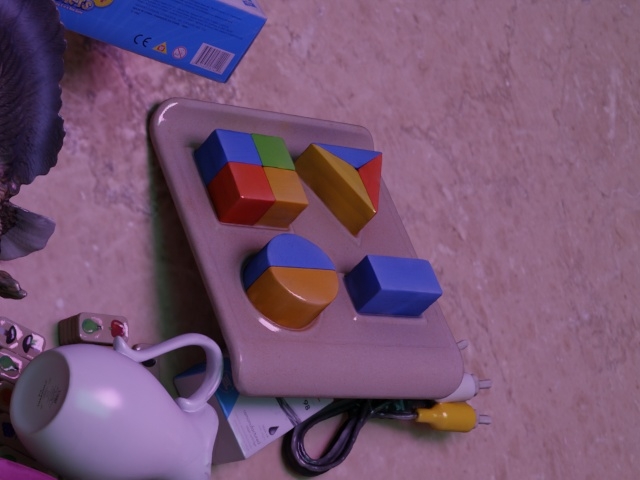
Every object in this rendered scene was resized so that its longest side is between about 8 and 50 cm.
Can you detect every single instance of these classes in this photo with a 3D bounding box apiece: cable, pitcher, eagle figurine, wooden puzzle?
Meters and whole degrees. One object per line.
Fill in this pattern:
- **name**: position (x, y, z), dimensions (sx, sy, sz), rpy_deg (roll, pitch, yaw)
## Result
- **cable**: position (0.074, 0.173, 1.868), dimensions (0.287, 0.072, 0.139), rpy_deg (-11, 80, -42)
- **pitcher**: position (-0.182, 0.152, 1.573), dimensions (0.207, 0.125, 0.177), rpy_deg (30, 68, -43)
- **eagle figurine**: position (-0.339, -0.087, 1.476), dimensions (0.226, 0.225, 0.298), rpy_deg (-10, 91, -32)
- **wooden puzzle**: position (0.000, 0.000, 1.790), dimensions (0.322, 0.080, 0.347), rpy_deg (6, 55, -41)

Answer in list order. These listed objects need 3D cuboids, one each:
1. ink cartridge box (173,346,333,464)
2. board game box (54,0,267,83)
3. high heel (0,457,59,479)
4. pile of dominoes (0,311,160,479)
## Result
- **ink cartridge box**: position (-0.058, 0.152, 1.765), dimensions (0.180, 0.060, 0.104), rpy_deg (-30, 97, -42)
- **board game box**: position (-0.239, -0.313, 1.620), dimensions (0.308, 0.086, 0.302), rpy_deg (16, 32, -38)
- **high heel**: position (-0.362, 0.138, 1.436), dimensions (0.181, 0.127, 0.377), rpy_deg (-34, 116, -19)
- **pile of dominoes**: position (-0.228, 0.197, 1.617), dimensions (0.196, 0.040, 0.251), rpy_deg (9, 71, -40)
